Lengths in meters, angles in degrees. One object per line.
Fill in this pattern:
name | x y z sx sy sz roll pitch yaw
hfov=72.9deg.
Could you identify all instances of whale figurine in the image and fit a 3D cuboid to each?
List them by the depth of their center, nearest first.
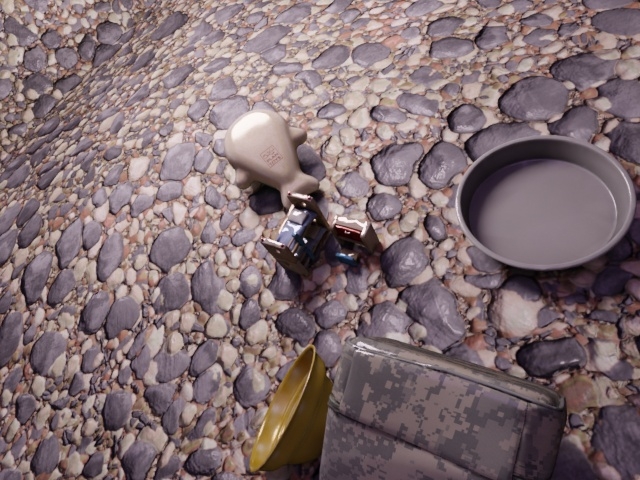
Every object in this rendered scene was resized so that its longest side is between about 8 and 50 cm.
whale figurine | -0.116 -0.194 1.081 0.216 0.141 0.272 -41 78 -4

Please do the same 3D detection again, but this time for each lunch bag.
lunch bag | 0.153 0.291 0.599 0.304 0.212 0.256 11 82 31

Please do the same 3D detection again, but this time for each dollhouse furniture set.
dollhouse furniture set | 0.000 0.000 0.891 0.183 0.129 0.130 16 68 30

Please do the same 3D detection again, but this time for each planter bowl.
planter bowl | -0.026 0.293 0.719 0.090 0.217 0.217 30 71 -4

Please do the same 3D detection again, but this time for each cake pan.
cake pan | 0.404 -0.067 0.804 0.292 0.054 0.294 -11 57 17
